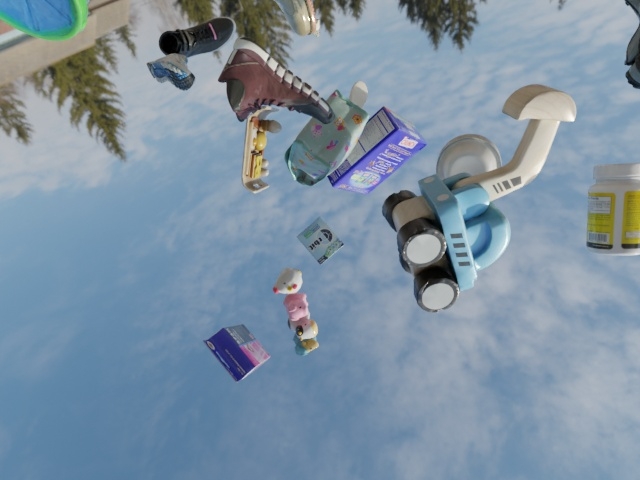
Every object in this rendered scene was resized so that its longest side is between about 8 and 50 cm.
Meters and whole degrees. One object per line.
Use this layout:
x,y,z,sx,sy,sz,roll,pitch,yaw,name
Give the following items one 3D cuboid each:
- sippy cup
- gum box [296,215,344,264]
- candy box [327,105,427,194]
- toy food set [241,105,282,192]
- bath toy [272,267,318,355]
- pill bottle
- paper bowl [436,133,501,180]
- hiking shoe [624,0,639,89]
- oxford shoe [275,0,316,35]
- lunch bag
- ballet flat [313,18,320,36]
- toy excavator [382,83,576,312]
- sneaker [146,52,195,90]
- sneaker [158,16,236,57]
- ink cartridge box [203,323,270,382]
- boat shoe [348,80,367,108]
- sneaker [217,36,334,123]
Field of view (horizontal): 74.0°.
-0.539,-0.559,0.822,0.305,0.240,0.224,17,-118,-13,sippy cup
0.000,0.000,2.087,0.157,0.184,0.041,-40,180,8,gum box
0.201,-0.321,1.580,0.317,0.268,0.122,-38,-111,28,candy box
-0.210,-0.339,1.583,0.092,0.307,0.220,10,-165,5,toy food set
-0.097,0.275,1.658,0.151,0.349,0.129,7,-149,39,bath toy
0.700,-0.076,1.004,0.119,0.209,0.119,-2,-172,0,pill bottle
0.669,-0.328,1.927,0.283,0.285,0.148,-3,-156,22,paper bowl
0.530,-0.383,0.625,0.113,0.305,0.132,-3,173,-3,hiking shoe
-0.155,-0.697,1.117,0.146,0.397,0.140,-47,-143,-7,oxford shoe
0.009,-0.291,1.299,0.224,0.160,0.262,-53,-176,-14,lunch bag
-0.027,-0.676,1.305,0.041,0.114,0.041,-20,-130,26,ballet flat
0.379,-0.098,1.027,0.444,0.433,0.222,-21,-151,6,toy excavator
-0.356,-0.431,1.054,0.190,0.071,0.083,31,-114,37,sneaker
-0.450,-0.732,1.543,0.295,0.105,0.147,-19,-160,6,sneaker
-0.287,0.390,1.516,0.069,0.371,0.176,-42,-99,-1,ink cartridge box
0.114,-0.452,1.450,0.063,0.066,0.185,-8,-107,60,boat shoe
-0.115,-0.326,1.006,0.163,0.281,0.106,-53,-165,8,sneaker
